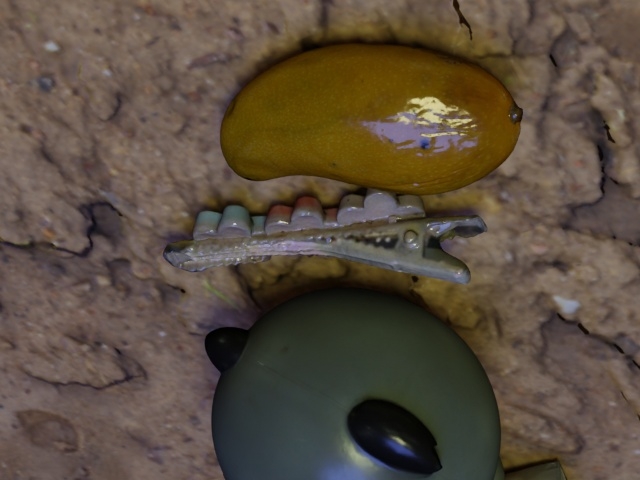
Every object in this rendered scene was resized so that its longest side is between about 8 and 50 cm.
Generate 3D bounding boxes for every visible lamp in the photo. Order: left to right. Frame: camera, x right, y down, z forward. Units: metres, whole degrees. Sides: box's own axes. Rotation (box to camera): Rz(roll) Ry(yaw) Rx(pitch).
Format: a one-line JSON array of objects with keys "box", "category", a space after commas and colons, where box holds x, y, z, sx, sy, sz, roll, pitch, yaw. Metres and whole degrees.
[{"box": [0.036, 0.136, 1.144, 0.197, 0.198, 0.244, -11, 146, 23], "category": "lamp"}]

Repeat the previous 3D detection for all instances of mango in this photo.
[{"box": [0.027, -0.071, 1.008, 0.190, 0.075, 0.098, 1, 129, 22], "category": "mango"}]

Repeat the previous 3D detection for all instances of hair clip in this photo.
[{"box": [0.002, -0.006, 1.098, 0.214, 0.056, 0.062, 3, 152, 23], "category": "hair clip"}]

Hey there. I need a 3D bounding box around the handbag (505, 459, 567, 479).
[{"box": [0.114, 0.230, 1.281, 0.173, 0.095, 0.117, -15, 125, 16], "category": "handbag"}]
